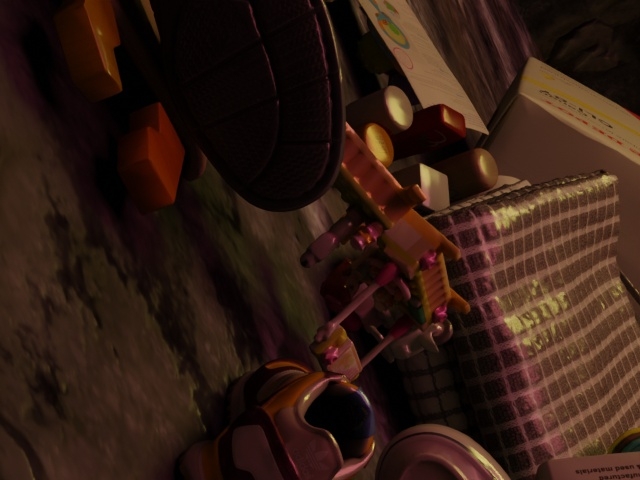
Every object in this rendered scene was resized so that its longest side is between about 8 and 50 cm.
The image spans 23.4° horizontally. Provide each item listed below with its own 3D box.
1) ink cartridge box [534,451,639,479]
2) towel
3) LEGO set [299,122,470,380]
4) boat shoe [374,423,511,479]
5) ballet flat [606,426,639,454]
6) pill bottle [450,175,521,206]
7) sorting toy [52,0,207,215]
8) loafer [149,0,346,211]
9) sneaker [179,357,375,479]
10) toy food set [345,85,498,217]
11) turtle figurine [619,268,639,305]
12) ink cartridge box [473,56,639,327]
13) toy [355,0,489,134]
[{"bbox_3d":[0.214,0.310,1.017,0.201,0.117,0.278,94,-10,-46],"label":"ink cartridge box"},{"bbox_3d":[0.169,0.072,1.215,0.283,0.121,0.235,-19,90,-56],"label":"towel"},{"bbox_3d":[0.000,0.000,0.955,0.132,0.107,0.287,35,-17,47],"label":"LEGO set"},{"bbox_3d":[0.093,0.239,0.911,0.088,0.096,0.268,18,57,-77],"label":"boat shoe"},{"bbox_3d":[0.280,0.211,1.180,0.231,0.077,0.077,38,-2,-24],"label":"ballet flat"},{"bbox_3d":[0.185,0.050,1.472,0.121,0.121,0.216,45,25,-55],"label":"pill bottle"},{"bbox_3d":[-0.118,-0.148,0.881,0.307,0.041,0.229,-87,154,-60],"label":"sorting toy"},{"bbox_3d":[-0.054,-0.147,0.850,0.084,0.096,0.268,-67,134,-81],"label":"loafer"},{"bbox_3d":[-0.006,0.097,0.785,0.070,0.084,0.185,64,15,-8],"label":"sneaker"},{"bbox_3d":[0.070,-0.054,1.348,0.232,0.104,0.111,21,58,-46],"label":"toy food set"},{"bbox_3d":[0.327,0.173,1.553,0.198,0.266,0.275,-29,124,-47],"label":"turtle figurine"},{"bbox_3d":[0.319,-0.067,1.824,0.279,0.160,0.385,30,16,2],"label":"ink cartridge box"},{"bbox_3d":[0.070,-0.200,1.578,0.137,0.056,0.237,9,50,-56],"label":"toy"}]
